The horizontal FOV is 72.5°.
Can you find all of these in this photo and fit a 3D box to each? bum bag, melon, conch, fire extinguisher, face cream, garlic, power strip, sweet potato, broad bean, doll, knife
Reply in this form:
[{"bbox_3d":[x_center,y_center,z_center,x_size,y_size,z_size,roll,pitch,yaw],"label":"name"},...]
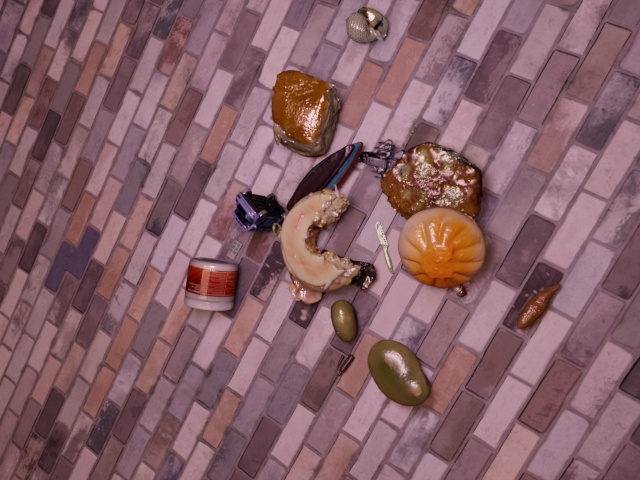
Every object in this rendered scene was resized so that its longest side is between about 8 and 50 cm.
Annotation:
[{"bbox_3d":[0.096,0.113,1.674,0.248,0.069,0.102,18,109,29],"label":"bum bag"},{"bbox_3d":[0.090,0.305,1.655,0.099,0.099,0.161,-14,86,17],"label":"melon"},{"bbox_3d":[0.170,-0.808,1.651,0.153,0.102,0.135,26,85,-16],"label":"conch"},{"bbox_3d":[0.086,0.479,1.689,0.046,0.032,0.100,36,94,4],"label":"fire extinguisher"},{"bbox_3d":[-0.442,0.173,1.775,0.201,0.201,0.187,9,92,18],"label":"face cream"},{"bbox_3d":[-0.072,0.174,1.715,0.124,0.099,0.174,-30,80,1],"label":"garlic"},{"bbox_3d":[-0.364,0.040,1.849,0.040,0.016,0.090,33,98,15],"label":"power strip"},{"bbox_3d":[0.735,0.223,1.477,0.068,0.060,0.205,33,99,-22],"label":"sweet potato"},{"bbox_3d":[0.284,0.486,1.595,0.189,0.121,0.263,-48,61,17],"label":"broad bean"},{"bbox_3d":[0.512,0.164,1.558,0.085,0.040,0.058,-39,68,14],"label":"doll"},{"bbox_3d":[0.246,0.026,1.656,0.030,0.014,0.207,-18,83,18],"label":"knife"}]

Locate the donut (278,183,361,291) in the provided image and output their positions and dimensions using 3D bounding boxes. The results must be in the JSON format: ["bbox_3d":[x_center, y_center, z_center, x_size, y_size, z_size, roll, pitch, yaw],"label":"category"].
[{"bbox_3d":[-0.005,0.009,1.617,0.308,0.150,0.370,-17,77,29],"label":"donut"}]

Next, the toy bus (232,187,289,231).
[{"bbox_3d":[-0.236,-0.104,1.668,0.133,0.292,0.125,-43,77,16],"label":"toy bus"}]

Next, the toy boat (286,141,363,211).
[{"bbox_3d":[0.011,-0.239,1.675,0.392,0.079,0.136,-43,77,26],"label":"toy boat"}]

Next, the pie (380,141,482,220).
[{"bbox_3d":[0.392,-0.182,1.528,0.355,0.103,0.288,31,118,14],"label":"pie"}]

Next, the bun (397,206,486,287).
[{"bbox_3d":[0.404,0.037,1.471,0.299,0.164,0.298,9,121,16],"label":"bun"}]

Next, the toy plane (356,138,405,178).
[{"bbox_3d":[0.198,-0.306,1.644,0.247,0.078,0.169,13,121,20],"label":"toy plane"}]

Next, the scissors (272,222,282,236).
[{"bbox_3d":[-0.127,0.006,1.728,0.020,0.134,0.187,-1,106,40],"label":"scissors"}]

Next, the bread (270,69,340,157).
[{"bbox_3d":[-0.067,-0.470,1.655,0.251,0.225,0.278,21,99,15],"label":"bread"}]
